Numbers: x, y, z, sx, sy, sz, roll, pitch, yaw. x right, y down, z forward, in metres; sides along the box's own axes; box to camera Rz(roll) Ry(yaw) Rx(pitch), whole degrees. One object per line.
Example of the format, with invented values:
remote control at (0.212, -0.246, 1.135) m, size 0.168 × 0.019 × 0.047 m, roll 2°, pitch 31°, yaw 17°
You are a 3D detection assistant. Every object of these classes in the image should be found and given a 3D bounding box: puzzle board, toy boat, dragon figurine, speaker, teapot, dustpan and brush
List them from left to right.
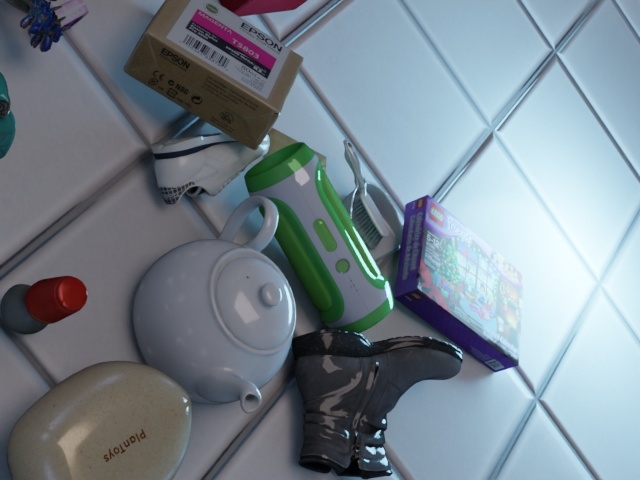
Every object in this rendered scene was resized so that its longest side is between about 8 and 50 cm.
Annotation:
dragon figurine at (-0.399, -0.390, 1.753) m, size 0.144 × 0.085 × 0.289 m, roll 15°, pitch 56°, yaw -6°
toy boat at (-0.301, 0.195, 1.566) m, size 0.267 × 0.148 × 0.318 m, roll -23°, pitch 94°, yaw -44°
teapot at (-0.123, 0.095, 1.745) m, size 0.252 × 0.187 × 0.256 m, roll -30°, pitch 91°, yaw -49°
puzzle board at (-0.043, -0.123, 2.074) m, size 0.128 × 0.011 × 0.096 m, roll 26°, pitch 54°, yaw -34°
speaker at (0.000, 0.000, 1.945) m, size 0.297 × 0.131 × 0.131 m, roll 60°, pitch 41°, yaw -15°
dustpan and brush at (0.073, -0.069, 2.123) m, size 0.147 × 0.060 × 0.211 m, roll -27°, pitch 90°, yaw -49°

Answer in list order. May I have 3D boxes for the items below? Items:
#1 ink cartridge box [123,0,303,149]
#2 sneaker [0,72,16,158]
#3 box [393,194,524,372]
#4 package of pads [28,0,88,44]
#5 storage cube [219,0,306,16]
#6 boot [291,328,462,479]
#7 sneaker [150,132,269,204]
ink cartridge box at (-0.158, -0.270, 1.907) m, size 0.234 × 0.088 × 0.193 m, roll 30°, pitch 36°, yaw -10°
sneaker at (-0.480, -0.137, 1.563) m, size 0.178 × 0.124 × 0.296 m, roll 27°, pitch 50°, yaw -21°
box at (0.252, 0.079, 2.214) m, size 0.293 × 0.057 × 0.201 m, roll 36°, pitch 47°, yaw -33°
package of pads at (-0.379, -0.319, 1.805) m, size 0.032 × 0.050 × 0.083 m, roll 55°, pitch 42°, yaw -9°
storage cube at (-0.073, -0.505, 2.107) m, size 0.215 × 0.193 × 0.184 m, roll -20°, pitch 84°, yaw -49°
boot at (0.091, 0.264, 1.950) m, size 0.338 × 0.118 × 0.223 m, roll 6°, pitch 71°, yaw -35°
sneaker at (-0.165, -0.117, 1.906) m, size 0.235 × 0.090 × 0.095 m, roll -16°, pitch 100°, yaw -48°
